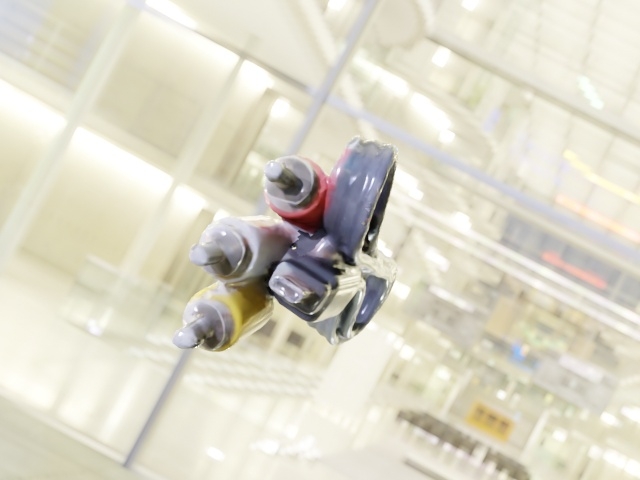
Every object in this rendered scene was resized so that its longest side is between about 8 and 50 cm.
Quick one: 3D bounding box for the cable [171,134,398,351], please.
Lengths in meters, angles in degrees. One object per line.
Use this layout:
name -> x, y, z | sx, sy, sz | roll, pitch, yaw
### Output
cable -> 0.000, 0.000, 0.874 | 0.072, 0.139, 0.287 | 33, 6, 9
